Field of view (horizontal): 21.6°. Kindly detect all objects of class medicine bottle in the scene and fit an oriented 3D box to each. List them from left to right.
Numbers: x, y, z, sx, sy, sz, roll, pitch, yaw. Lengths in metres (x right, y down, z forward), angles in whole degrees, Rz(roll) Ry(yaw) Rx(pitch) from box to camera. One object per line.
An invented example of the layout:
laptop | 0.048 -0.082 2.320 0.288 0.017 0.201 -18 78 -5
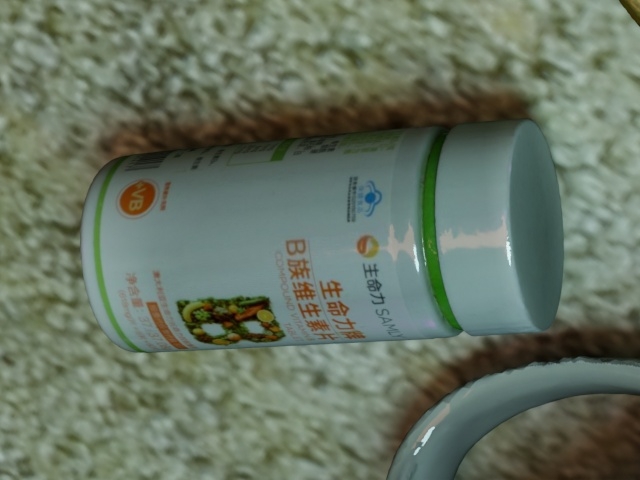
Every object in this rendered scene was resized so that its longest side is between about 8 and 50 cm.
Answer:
medicine bottle | 0.000 0.000 0.685 0.183 0.086 0.086 -4 102 23

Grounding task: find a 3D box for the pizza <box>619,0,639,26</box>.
pizza | 0.157 -0.135 0.612 0.134 0.046 0.175 -11 99 24

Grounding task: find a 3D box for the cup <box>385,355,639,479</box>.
cup | 0.156 0.144 0.623 0.257 0.227 0.301 -47 55 11
